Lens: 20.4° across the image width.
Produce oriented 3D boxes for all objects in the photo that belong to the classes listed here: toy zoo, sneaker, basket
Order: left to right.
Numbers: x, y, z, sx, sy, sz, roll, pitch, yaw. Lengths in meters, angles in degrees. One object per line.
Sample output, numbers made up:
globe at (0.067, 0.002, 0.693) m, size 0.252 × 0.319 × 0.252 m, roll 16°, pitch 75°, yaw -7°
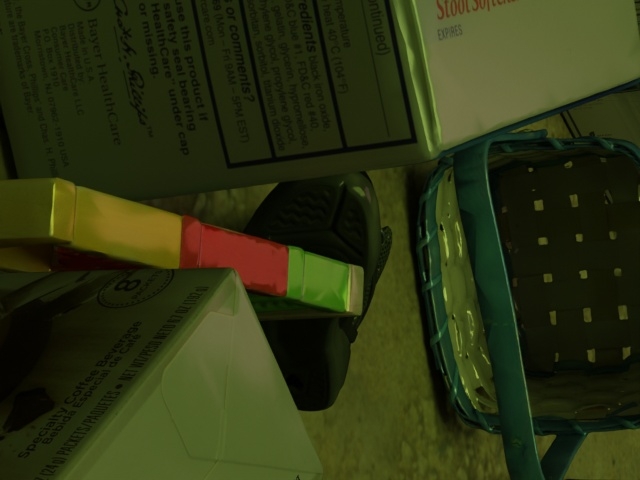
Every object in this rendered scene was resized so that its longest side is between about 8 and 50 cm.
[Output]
toy zoo at (-0.137, 0.009, 0.921) m, size 0.293 × 0.192 × 0.030 m, roll 17°, pitch 73°, yaw -53°
sneaker at (0.000, 0.000, 1.155) m, size 0.227 × 0.087 × 0.130 m, roll 94°, pitch 8°, yaw -53°
basket at (0.170, 0.032, 1.342) m, size 0.289 × 0.201 × 0.254 m, roll -26°, pitch 108°, yaw -63°

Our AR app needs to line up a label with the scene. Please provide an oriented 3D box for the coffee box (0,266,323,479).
coffee box at (-0.175, 0.105, 0.766) m, size 0.168 × 0.297 × 0.118 m, roll -53°, pitch 130°, yaw -45°

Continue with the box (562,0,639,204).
box at (0.314, -0.125, 1.594) m, size 0.290 × 0.169 × 0.087 m, roll 54°, pitch 45°, yaw -35°

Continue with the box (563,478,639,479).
box at (0.165, 0.305, 1.361) m, size 0.381 × 0.143 × 0.191 m, roll -8°, pitch 92°, yaw -53°

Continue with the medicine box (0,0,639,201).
medicine box at (-0.002, -0.124, 1.043) m, size 0.263 × 0.289 × 0.149 m, roll -22°, pitch 104°, yaw -53°
